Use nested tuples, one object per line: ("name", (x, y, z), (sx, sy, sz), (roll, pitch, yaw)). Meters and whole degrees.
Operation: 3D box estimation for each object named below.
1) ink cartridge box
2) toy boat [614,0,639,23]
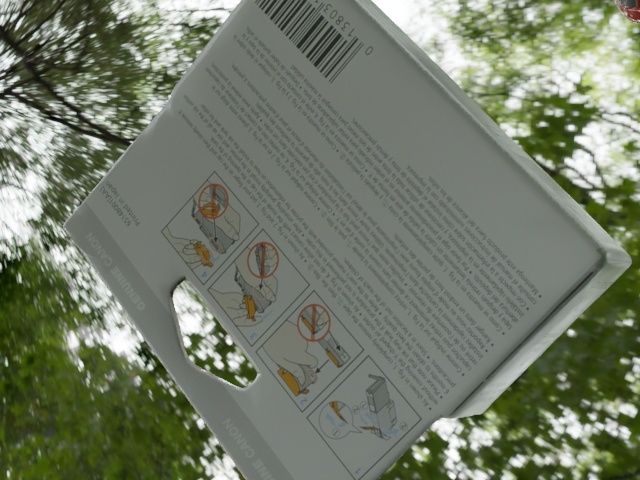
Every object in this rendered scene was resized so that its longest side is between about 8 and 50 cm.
("ink cartridge box", (0.000, 0.000, 0.725), (0.261, 0.066, 0.296), (-48, -115, 17))
("toy boat", (0.259, -0.310, 1.111), (0.151, 0.231, 0.151), (-17, -41, 4))
